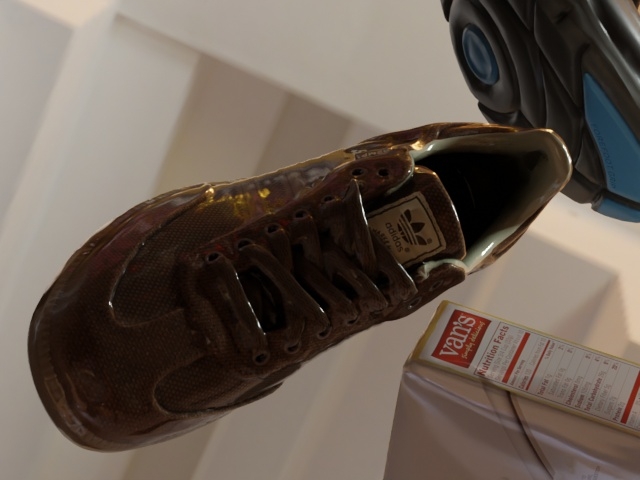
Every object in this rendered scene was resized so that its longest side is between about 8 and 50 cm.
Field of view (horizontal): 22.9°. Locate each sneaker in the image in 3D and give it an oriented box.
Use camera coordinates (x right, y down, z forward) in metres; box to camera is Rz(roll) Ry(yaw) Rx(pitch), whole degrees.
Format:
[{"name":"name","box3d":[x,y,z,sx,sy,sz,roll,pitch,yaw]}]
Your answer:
[{"name":"sneaker","box3d":[0.000,0.000,0.460,0.071,0.066,0.188,-24,-177,46]},{"name":"sneaker","box3d":[0.118,-0.169,0.819,0.140,0.340,0.125,-22,160,-18]}]

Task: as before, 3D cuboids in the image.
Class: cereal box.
[{"name":"cereal box","box3d":[0.136,0.134,0.582,0.047,0.240,0.173,-55,158,-50]}]
